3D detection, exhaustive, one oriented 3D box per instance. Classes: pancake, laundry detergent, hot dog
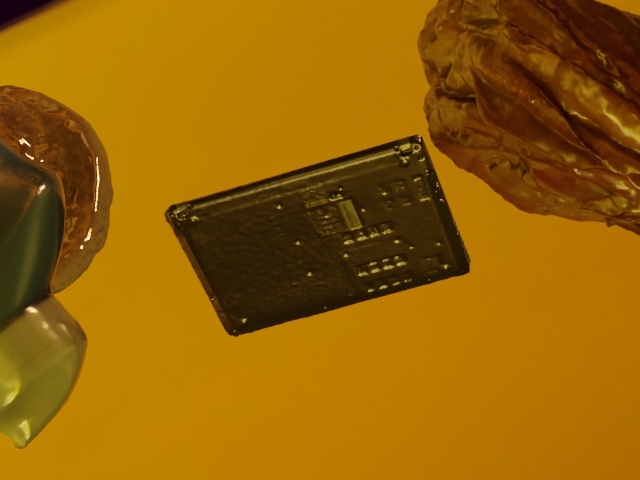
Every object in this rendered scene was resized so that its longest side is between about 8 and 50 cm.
[{"bbox_3d":[-0.281,-0.041,1.631,0.242,0.050,0.242,5,-128,-6],"label":"pancake"},{"bbox_3d":[-0.221,-0.024,1.025,0.143,0.094,0.290,-39,-90,-9],"label":"laundry detergent"},{"bbox_3d":[0.185,-0.059,1.089,0.196,0.272,0.122,17,-91,65],"label":"hot dog"}]

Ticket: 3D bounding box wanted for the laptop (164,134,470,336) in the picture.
[{"bbox_3d":[0.000,0.000,1.330,0.180,0.129,0.016,-15,-140,11],"label":"laptop"}]
